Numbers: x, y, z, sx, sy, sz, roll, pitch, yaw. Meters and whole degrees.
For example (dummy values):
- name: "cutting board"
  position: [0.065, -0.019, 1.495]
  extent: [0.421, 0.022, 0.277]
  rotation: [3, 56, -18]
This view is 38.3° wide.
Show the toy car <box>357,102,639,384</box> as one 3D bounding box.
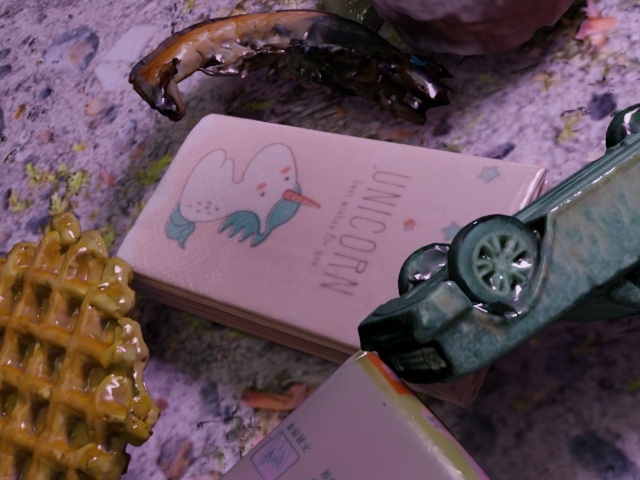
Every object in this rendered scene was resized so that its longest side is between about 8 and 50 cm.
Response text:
- name: "toy car"
  position: [0.174, -0.015, 0.539]
  extent: [0.320, 0.141, 0.097]
  rotation: [-33, 89, -15]

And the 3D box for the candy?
- name: "candy"
  position: [0.148, -0.286, 0.765]
  extent: [0.214, 0.157, 0.289]
  rotation: [19, 75, 42]

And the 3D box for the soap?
- name: "soap"
  position: [0.056, 0.191, 0.476]
  extent: [0.138, 0.182, 0.199]
  rotation: [-41, 49, -1]

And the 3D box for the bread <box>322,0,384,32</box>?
- name: "bread"
  position: [0.058, -0.286, 0.895]
  extent: [0.112, 0.036, 0.193]
  rotation: [30, 77, 41]

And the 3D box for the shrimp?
- name: "shrimp"
  position: [-0.035, -0.142, 0.779]
  extent: [0.290, 0.054, 0.222]
  rotation: [25, 40, 37]

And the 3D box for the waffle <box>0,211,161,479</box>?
- name: "waffle"
  position: [-0.238, 0.120, 0.744]
  extent: [0.291, 0.051, 0.291]
  rotation: [-13, 66, 31]

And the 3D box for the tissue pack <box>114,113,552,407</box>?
- name: "tissue pack"
  position: [0.000, 0.000, 0.711]
  extent: [0.325, 0.071, 0.170]
  rotation: [14, 67, 35]
